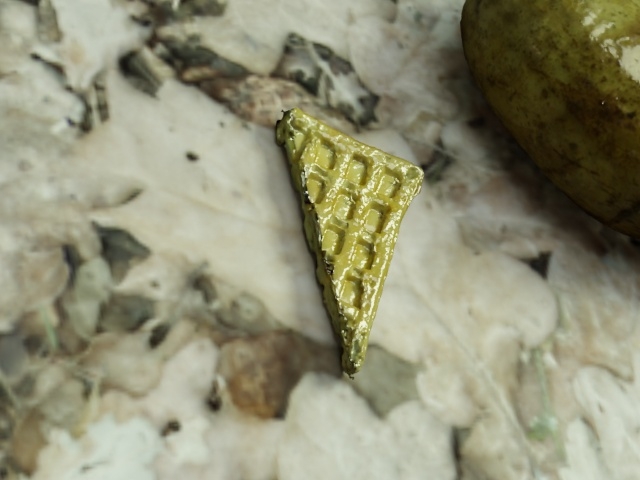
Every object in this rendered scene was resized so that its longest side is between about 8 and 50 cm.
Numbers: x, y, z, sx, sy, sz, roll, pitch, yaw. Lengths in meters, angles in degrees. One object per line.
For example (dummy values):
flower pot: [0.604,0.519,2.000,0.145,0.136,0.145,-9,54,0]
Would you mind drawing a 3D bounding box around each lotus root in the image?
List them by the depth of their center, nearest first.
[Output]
lotus root: [0.197,-0.084,0.950,0.260,0.128,0.145,49,48,5]

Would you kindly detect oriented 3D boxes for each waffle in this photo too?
waffle: [0.000,0.000,0.888,0.097,0.023,0.152,23,59,-9]
